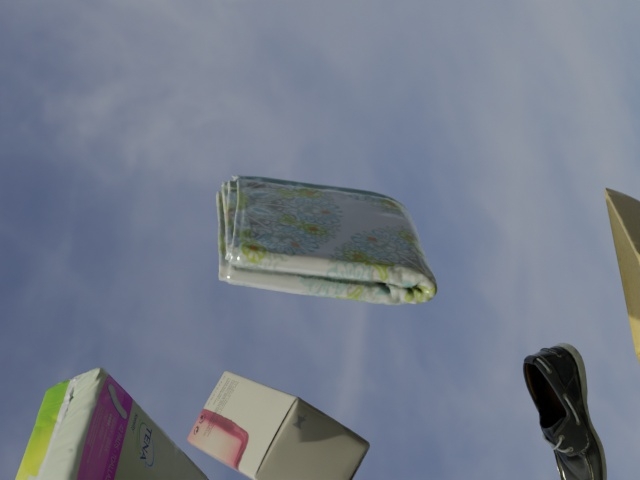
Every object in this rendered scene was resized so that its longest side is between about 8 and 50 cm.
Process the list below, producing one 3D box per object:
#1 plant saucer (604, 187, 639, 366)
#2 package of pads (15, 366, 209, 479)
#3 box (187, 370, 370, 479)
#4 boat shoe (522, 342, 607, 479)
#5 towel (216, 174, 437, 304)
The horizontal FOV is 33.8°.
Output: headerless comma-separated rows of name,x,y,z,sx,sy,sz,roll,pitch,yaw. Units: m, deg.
plant saucer,0.535,0.109,1.649,0.333,0.081,0.333,-77,-28,-68
package of pads,-0.218,0.308,1.107,0.229,0.101,0.296,54,-159,-27
box,-0.066,0.292,1.526,0.148,0.232,0.127,36,-104,-26
boat shoe,0.335,0.264,1.464,0.079,0.084,0.233,-12,-91,-36
towel,0.000,0.000,1.870,0.320,0.374,0.090,-99,18,-61
